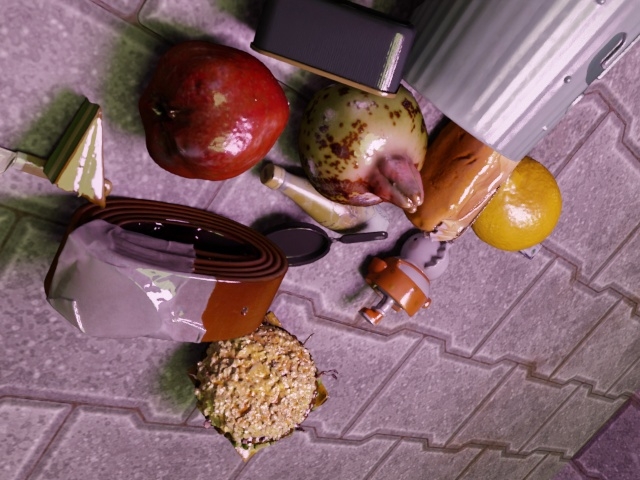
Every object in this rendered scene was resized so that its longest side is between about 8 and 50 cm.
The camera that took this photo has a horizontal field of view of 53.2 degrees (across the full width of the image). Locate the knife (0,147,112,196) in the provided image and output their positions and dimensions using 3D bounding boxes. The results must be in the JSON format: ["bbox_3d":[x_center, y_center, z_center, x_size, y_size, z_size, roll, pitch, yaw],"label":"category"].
[{"bbox_3d":[-0.408,-0.101,0.817,0.297,0.017,0.047,20,116,-43],"label":"knife"}]

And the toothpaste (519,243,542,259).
[{"bbox_3d":[0.452,-0.012,1.472,0.047,0.040,0.196,-52,136,7],"label":"toothpaste"}]

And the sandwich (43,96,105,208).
[{"bbox_3d":[-0.294,-0.114,0.832,0.074,0.074,0.116,30,93,-41],"label":"sandwich"}]

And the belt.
[{"bbox_3d":[-0.214,0.045,0.925,0.338,0.217,0.122,8,119,-37],"label":"belt"}]

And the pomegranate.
[{"bbox_3d":[0.084,-0.129,0.968,0.214,0.248,0.214,-22,141,-20],"label":"pomegranate"}]

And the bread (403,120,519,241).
[{"bbox_3d":[0.251,-0.122,1.167,0.107,0.136,0.241,18,116,-43],"label":"bread"}]

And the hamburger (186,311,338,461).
[{"bbox_3d":[-0.106,0.255,1.166,0.261,0.243,0.139,-35,171,-23],"label":"hamburger"}]

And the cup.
[{"bbox_3d":[0.343,-0.335,0.945,0.400,0.310,0.392,19,118,-41],"label":"cup"}]

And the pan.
[{"bbox_3d":[0.000,0.000,1.102,0.235,0.028,0.136,-9,151,11],"label":"pan"}]

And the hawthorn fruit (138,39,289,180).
[{"bbox_3d":[-0.132,-0.172,0.850,0.202,0.185,0.185,-18,135,-46],"label":"hawthorn fruit"}]

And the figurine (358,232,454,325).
[{"bbox_3d":[0.190,0.068,1.288,0.271,0.143,0.143,-30,136,-9],"label":"figurine"}]

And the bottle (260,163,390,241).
[{"bbox_3d":[0.010,-0.067,1.090,0.269,0.083,0.083,25,108,-40],"label":"bottle"}]

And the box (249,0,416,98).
[{"bbox_3d":[0.023,-0.267,0.837,0.200,0.144,0.090,21,114,4],"label":"box"}]

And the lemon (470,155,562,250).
[{"bbox_3d":[0.378,-0.076,1.264,0.187,0.187,0.244,-42,138,2],"label":"lemon"}]
